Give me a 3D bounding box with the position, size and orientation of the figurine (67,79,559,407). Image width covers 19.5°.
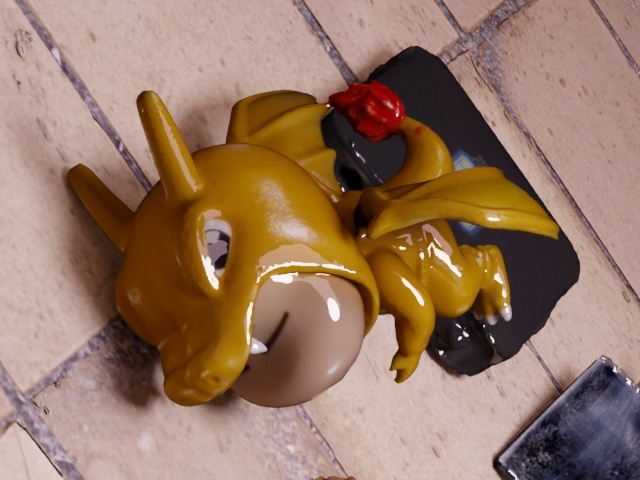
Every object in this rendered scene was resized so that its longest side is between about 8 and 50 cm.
[{"bbox_3d":[-0.023,-0.007,1.796,0.387,0.268,0.401,-4,32,-37],"label":"figurine"}]

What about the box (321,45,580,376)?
[{"bbox_3d":[0.150,-0.041,2.197,0.359,0.091,0.350,55,31,-5],"label":"box"}]

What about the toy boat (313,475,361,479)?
[{"bbox_3d":[0.100,0.357,1.803,0.141,0.099,0.318,-38,96,-30],"label":"toy boat"}]

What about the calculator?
[{"bbox_3d":[0.320,0.249,2.164,0.161,0.021,0.262,45,45,10],"label":"calculator"}]
